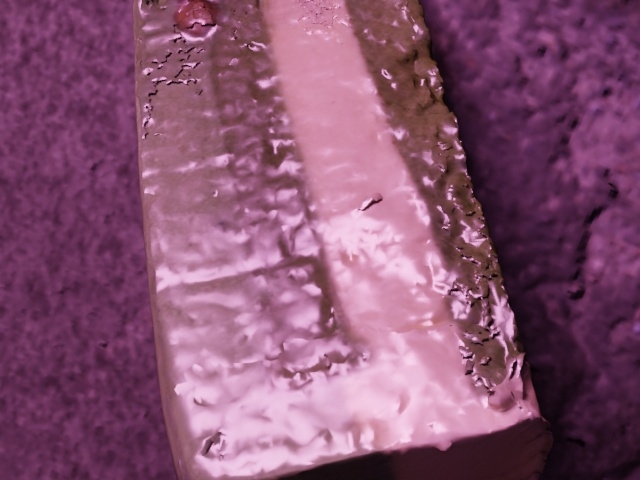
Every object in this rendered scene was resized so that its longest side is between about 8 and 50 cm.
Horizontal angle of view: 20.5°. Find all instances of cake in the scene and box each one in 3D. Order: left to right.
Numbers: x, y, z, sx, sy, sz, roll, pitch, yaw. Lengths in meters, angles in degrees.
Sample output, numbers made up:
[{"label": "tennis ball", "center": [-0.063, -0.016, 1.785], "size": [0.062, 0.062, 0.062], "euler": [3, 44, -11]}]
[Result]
[{"label": "cake", "center": [-0.001, -0.005, 0.769], "size": [0.158, 0.172, 0.283], "euler": [-10, 87, -2]}]
